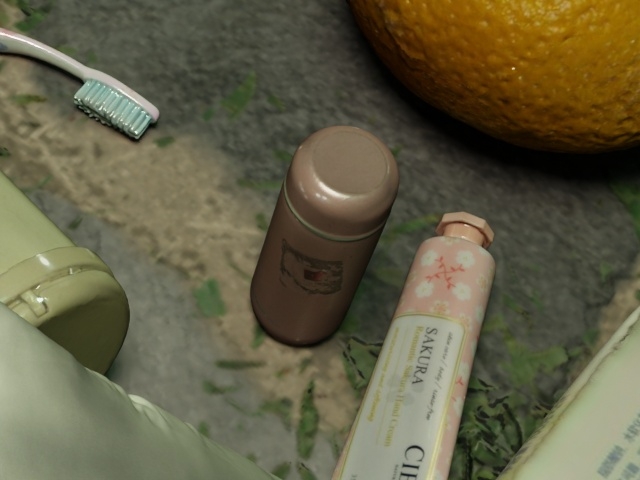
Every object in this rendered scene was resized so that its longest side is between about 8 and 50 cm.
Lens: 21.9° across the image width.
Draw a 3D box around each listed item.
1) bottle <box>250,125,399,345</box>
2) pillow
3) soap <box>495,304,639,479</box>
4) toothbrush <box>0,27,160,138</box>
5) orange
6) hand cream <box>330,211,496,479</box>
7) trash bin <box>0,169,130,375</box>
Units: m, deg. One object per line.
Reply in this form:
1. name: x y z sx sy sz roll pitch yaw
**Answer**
1. bottle: 0.000 0.000 0.812 0.053 0.140 0.053 6 58 -10
2. pillow: -0.083 0.111 0.687 0.254 0.078 0.144 37 31 -40
3. soap: 0.122 0.161 0.716 0.138 0.182 0.199 36 59 13
4. toothbrush: -0.210 -0.124 0.915 0.269 0.021 0.027 27 52 6
5. orange: 0.138 -0.171 0.893 0.264 0.264 0.264 5 58 -9
6. hand cream: 0.047 0.076 0.834 0.067 0.043 0.209 2 54 25
7. trash bin: -0.253 0.017 0.765 0.243 0.121 0.247 -34 69 -27
